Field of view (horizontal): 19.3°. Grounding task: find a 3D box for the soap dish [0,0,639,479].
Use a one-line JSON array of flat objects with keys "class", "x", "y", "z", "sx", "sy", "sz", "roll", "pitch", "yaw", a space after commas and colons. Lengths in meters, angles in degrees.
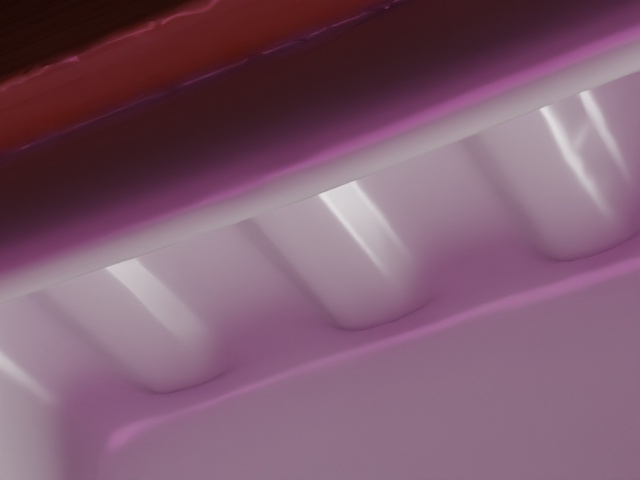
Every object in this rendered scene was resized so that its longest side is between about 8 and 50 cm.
[{"class": "soap dish", "x": 0.000, "y": 0.000, "z": 0.438, "sx": 0.291, "sy": 0.118, "sz": 0.229, "roll": -20, "pitch": 144, "yaw": 16}]
